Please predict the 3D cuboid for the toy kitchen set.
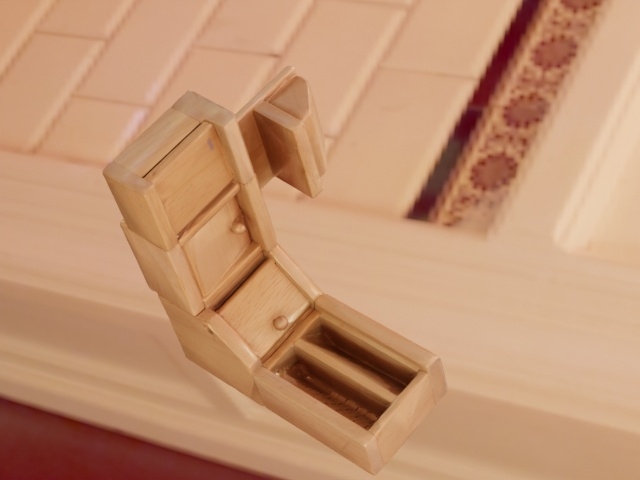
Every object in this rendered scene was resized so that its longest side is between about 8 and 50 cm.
[{"bbox_3d":[0.000,0.000,0.404,0.068,0.075,0.083,-47,145,-23],"label":"toy kitchen set"}]
